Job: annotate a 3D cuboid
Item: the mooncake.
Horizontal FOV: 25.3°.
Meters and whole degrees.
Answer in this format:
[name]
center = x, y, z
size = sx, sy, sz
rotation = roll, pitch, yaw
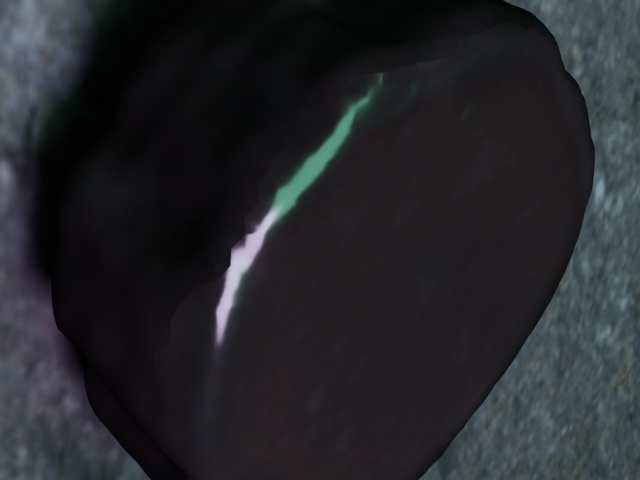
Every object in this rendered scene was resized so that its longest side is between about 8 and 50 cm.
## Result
[mooncake]
center = 0.000, 0.000, 0.688
size = 0.283, 0.141, 0.283
rotation = -28, 133, -34
